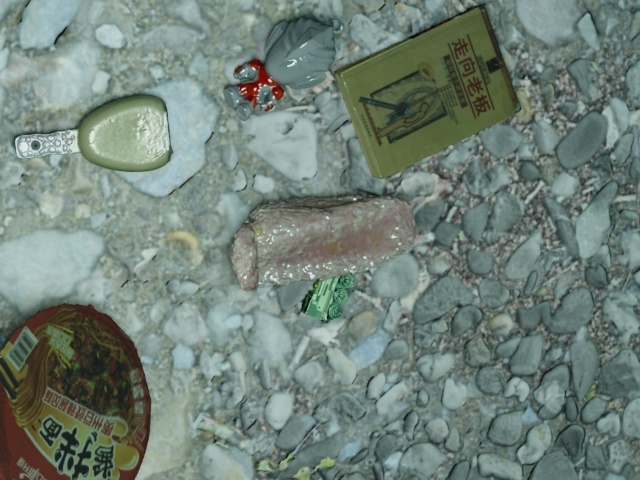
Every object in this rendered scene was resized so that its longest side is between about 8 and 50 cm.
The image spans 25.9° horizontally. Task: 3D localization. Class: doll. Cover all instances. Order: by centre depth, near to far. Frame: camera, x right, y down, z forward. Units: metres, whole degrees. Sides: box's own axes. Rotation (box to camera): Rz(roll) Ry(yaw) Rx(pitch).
[{"bbox_3d":[-0.045,-0.224,1.777,0.180,0.079,0.094,-38,87,3],"label":"doll"}]

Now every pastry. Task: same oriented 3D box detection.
[{"bbox_3d":[-0.009,-0.003,1.815,0.265,0.112,0.103,-10,110,-27],"label":"pastry"}]

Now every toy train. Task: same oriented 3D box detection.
[{"bbox_3d":[0.010,0.068,1.872,0.053,0.033,0.083,19,93,-20],"label":"toy train"}]

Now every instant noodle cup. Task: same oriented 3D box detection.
[{"bbox_3d":[-0.332,0.213,1.706,0.274,0.091,0.274,7,81,-53],"label":"instant noodle cup"}]

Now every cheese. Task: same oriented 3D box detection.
[{"bbox_3d":[-0.280,-0.126,1.719,0.192,0.037,0.097,-8,102,-20],"label":"cheese"}]

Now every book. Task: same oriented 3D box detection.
[{"bbox_3d":[0.147,-0.199,1.878,0.231,0.026,0.161,-27,108,-15],"label":"book"}]
